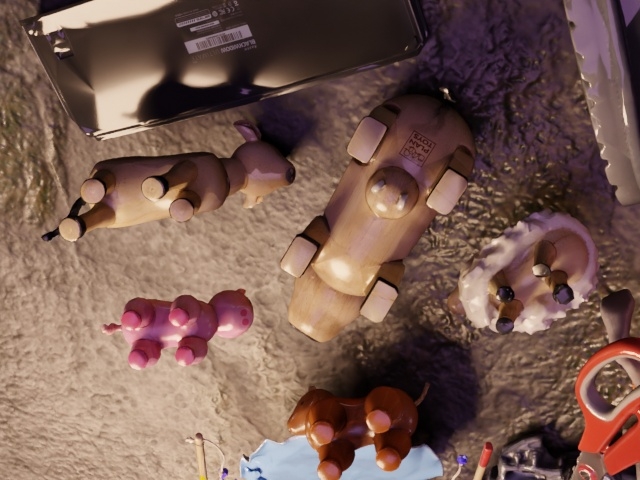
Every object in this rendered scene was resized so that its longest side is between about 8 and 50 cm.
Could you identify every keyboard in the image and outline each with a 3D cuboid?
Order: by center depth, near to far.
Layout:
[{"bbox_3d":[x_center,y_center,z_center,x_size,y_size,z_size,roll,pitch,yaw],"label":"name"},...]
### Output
[{"bbox_3d":[-0.091,-0.197,0.869,0.317,0.033,0.201,-12,120,19],"label":"keyboard"}]

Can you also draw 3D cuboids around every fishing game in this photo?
[{"bbox_3d":[0.019,0.200,1.006,0.264,0.041,0.189,0,149,2],"label":"fishing game"}]

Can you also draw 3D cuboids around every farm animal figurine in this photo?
[{"bbox_3d":[0.000,0.000,0.883,0.327,0.172,0.330,-41,94,16],"label":"farm animal figurine"}]

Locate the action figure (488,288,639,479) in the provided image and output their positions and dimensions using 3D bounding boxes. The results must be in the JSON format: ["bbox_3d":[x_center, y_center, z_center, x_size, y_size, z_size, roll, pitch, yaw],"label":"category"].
[{"bbox_3d":[0.290,0.203,0.895,0.341,0.178,0.330,-3,121,20],"label":"action figure"}]

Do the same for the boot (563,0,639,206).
[{"bbox_3d":[0.367,-0.225,0.685,0.445,0.146,0.367,-12,116,15],"label":"boot"}]

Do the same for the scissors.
[{"bbox_3d":[0.204,0.159,0.849,0.109,0.021,0.297,44,152,9],"label":"scissors"}]
